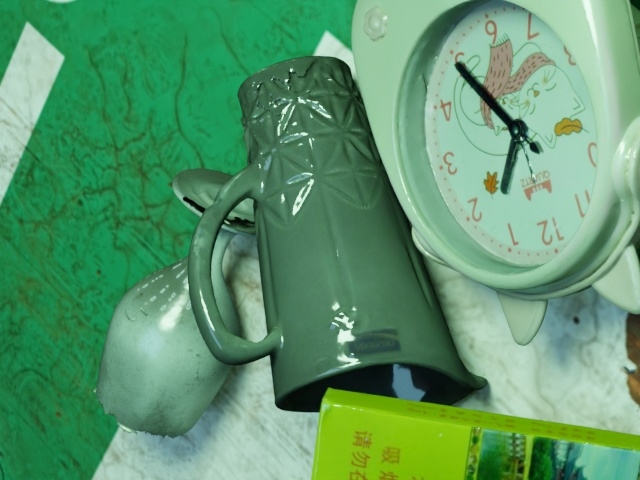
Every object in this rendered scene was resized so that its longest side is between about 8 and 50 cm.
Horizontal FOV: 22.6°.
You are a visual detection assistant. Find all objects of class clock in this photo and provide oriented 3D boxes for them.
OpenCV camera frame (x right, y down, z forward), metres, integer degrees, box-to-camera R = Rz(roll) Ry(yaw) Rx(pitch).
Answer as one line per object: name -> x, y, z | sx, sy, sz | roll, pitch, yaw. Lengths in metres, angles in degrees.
clock -> 0.161, -0.088, 1.227 | 0.265, 0.108, 0.324 | -20, 83, 49

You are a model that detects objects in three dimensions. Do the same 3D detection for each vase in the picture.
vase -> 0.000, 0.000, 1.343 | 0.156, 0.251, 0.301 | -39, 60, 57

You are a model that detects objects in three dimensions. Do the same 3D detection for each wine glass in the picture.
wine glass -> -0.123, 0.060, 1.483 | 0.126, 0.126, 0.241 | 37, 114, 28

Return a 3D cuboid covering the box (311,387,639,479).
box -> 0.156, 0.230, 1.246 | 0.335, 0.047, 0.187 | 8, 103, 6
